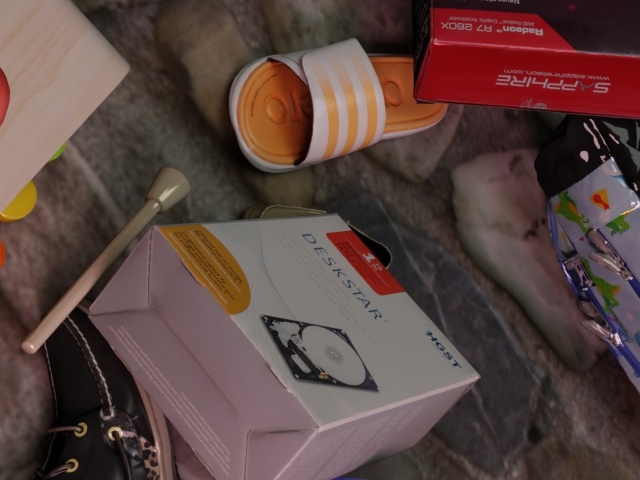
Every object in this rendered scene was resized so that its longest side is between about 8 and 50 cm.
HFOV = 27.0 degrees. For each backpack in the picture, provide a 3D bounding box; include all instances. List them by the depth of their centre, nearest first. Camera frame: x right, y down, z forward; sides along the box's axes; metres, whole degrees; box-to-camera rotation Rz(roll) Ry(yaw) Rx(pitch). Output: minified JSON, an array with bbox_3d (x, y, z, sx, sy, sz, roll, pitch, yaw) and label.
[{"bbox_3d":[0.384,0.018,1.307,0.290,0.273,0.355,-28,70,-41],"label":"backpack"}]

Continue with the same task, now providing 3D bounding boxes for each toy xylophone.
[{"bbox_3d":[-0.233,-0.054,0.913,0.236,0.081,0.323,55,51,-13],"label":"toy xylophone"}]

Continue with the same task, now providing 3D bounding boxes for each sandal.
[{"bbox_3d":[0.035,-0.131,1.160,0.265,0.076,0.102,-17,88,-41],"label":"sandal"}]

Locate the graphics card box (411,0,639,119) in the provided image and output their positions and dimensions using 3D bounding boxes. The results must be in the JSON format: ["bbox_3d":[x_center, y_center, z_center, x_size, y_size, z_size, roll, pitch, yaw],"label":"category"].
[{"bbox_3d":[0.201,-0.293,1.231,0.232,0.094,0.371,4,60,-4],"label":"graphics card box"}]

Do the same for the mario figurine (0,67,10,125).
[{"bbox_3d":[-0.319,-0.141,0.737,0.320,0.170,0.198,25,91,5],"label":"mario figurine"}]

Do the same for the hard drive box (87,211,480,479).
[{"bbox_3d":[-0.019,0.075,0.947,0.181,0.089,0.232,49,25,19],"label":"hard drive box"}]

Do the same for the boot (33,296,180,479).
[{"bbox_3d":[-0.187,0.168,0.888,0.178,0.085,0.236,-17,87,-38],"label":"boot"}]

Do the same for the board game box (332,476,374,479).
[{"bbox_3d":[0.019,0.375,0.944,0.233,0.078,0.347,51,48,-46],"label":"board game box"}]

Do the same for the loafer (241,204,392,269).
[{"bbox_3d":[0.000,0.000,1.110,0.148,0.050,0.056,14,69,-36],"label":"loafer"}]
